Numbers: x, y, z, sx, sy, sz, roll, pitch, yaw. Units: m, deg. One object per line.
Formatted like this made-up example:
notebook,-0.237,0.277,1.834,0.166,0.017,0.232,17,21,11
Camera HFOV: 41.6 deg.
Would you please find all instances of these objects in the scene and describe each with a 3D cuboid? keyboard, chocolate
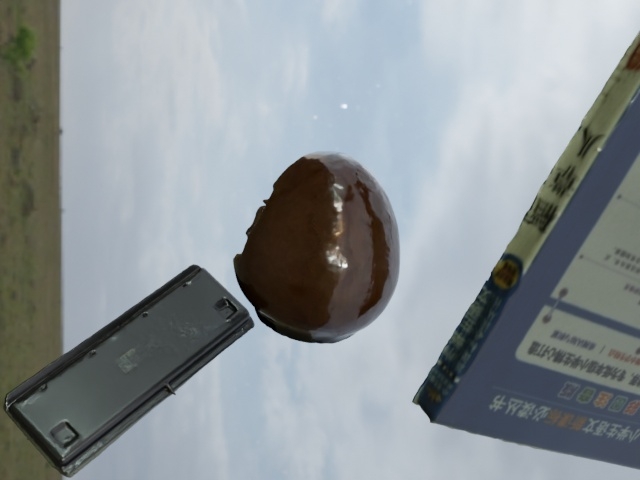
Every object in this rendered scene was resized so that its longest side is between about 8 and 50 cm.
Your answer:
keyboard,-0.164,0.110,0.762,0.094,0.230,0.025,44,-36,12
chocolate,0.000,0.000,0.645,0.124,0.127,0.133,-41,138,-53

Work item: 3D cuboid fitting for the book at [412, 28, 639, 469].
book,0.288,-0.012,0.640,0.427,0.300,0.039,-61,-147,14
